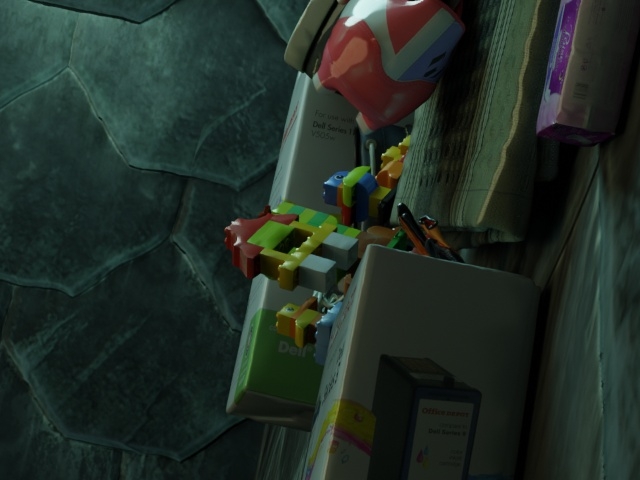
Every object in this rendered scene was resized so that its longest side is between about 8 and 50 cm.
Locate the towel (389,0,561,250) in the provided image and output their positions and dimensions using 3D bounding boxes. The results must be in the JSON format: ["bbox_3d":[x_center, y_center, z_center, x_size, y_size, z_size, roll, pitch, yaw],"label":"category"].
[{"bbox_3d":[0.119,-0.148,0.939,0.312,0.056,0.324,-169,94,-83],"label":"towel"}]

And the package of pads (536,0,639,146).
[{"bbox_3d":[0.120,-0.085,0.725,0.050,0.032,0.083,133,149,-86],"label":"package of pads"}]

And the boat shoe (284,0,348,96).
[{"bbox_3d":[0.089,-0.238,1.272,0.319,0.099,0.116,-55,-6,29],"label":"boat shoe"}]

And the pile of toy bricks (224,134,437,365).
[{"bbox_3d":[0.000,0.000,1.121,0.212,0.105,0.118,-44,-36,-50],"label":"pile of toy bricks"}]

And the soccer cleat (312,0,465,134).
[{"bbox_3d":[0.054,-0.153,1.000,0.095,0.083,0.248,-38,20,27],"label":"soccer cleat"}]

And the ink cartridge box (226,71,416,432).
[{"bbox_3d":[0.014,-0.016,1.445,0.207,0.119,0.353,123,159,-76],"label":"ink cartridge box"}]

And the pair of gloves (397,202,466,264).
[{"bbox_3d":[0.071,0.013,0.902,0.010,0.074,0.083,-37,15,-6],"label":"pair of gloves"}]

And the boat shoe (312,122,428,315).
[{"bbox_3d":[0.036,0.031,1.250,0.095,0.079,0.254,131,151,-82],"label":"boat shoe"}]

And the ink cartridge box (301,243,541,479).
[{"bbox_3d":[0.037,0.127,0.816,0.154,0.093,0.212,112,172,-72],"label":"ink cartridge box"}]
